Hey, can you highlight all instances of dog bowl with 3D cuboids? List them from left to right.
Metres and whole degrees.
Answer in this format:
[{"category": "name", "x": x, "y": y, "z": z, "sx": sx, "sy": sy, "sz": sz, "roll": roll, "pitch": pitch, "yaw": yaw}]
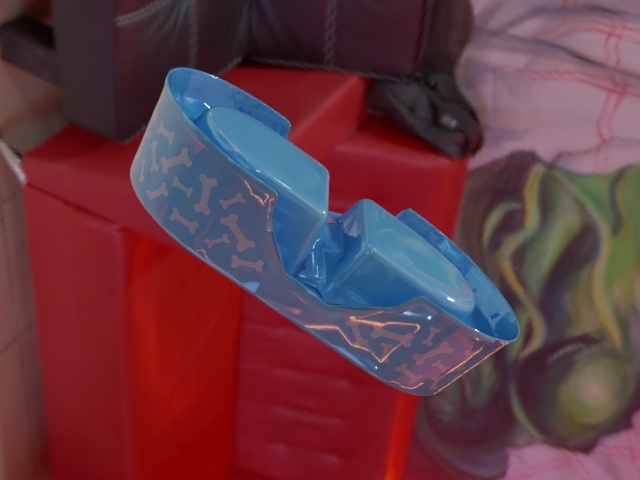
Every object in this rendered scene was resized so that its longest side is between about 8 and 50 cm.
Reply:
[{"category": "dog bowl", "x": 0.000, "y": 0.000, "z": 0.747, "sx": 0.074, "sy": 0.297, "sz": 0.166, "roll": -52, "pitch": -168, "yaw": 17}]
